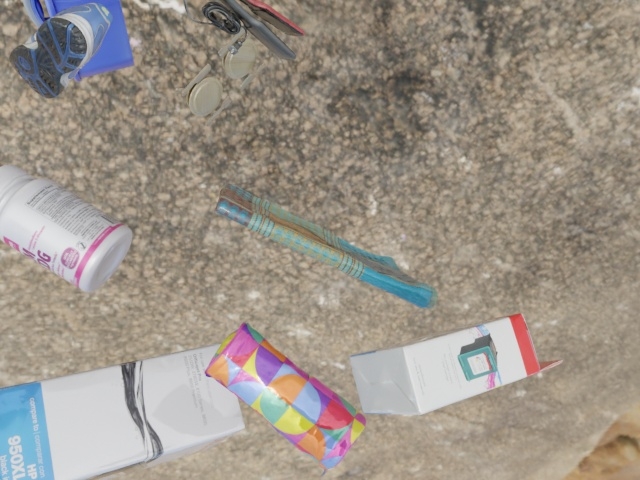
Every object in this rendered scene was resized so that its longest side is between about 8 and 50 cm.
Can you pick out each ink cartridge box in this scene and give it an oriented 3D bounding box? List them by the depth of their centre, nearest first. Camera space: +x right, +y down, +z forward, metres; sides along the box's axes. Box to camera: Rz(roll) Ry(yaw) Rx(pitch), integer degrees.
[{"bbox_3d":[0.171,0.151,0.707,0.231,0.078,0.134,-9,169,-28],"label":"ink cartridge box"},{"bbox_3d":[-0.369,0.328,0.988,0.395,0.166,0.285,-7,158,-30],"label":"ink cartridge box"}]

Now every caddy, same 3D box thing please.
[{"bbox_3d":[-0.508,-0.488,1.145,0.179,0.241,0.341,-17,158,-16],"label":"caddy"}]

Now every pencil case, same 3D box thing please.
[{"bbox_3d":[-0.048,0.219,0.788,0.236,0.104,0.104,40,122,-1],"label":"pencil case"}]

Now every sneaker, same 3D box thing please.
[{"bbox_3d":[-0.349,-0.256,0.761,0.211,0.081,0.080,-5,131,42],"label":"sneaker"}]

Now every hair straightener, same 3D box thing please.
[{"bbox_3d":[-0.112,-0.314,0.809,0.230,0.047,0.089,18,91,-55],"label":"hair straightener"}]

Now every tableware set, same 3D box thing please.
[{"bbox_3d":[-0.206,-0.339,1.143,0.194,0.039,0.128,-49,157,-8],"label":"tableware set"}]

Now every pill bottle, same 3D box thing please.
[{"bbox_3d":[-0.557,-0.029,1.171,0.283,0.160,0.160,32,128,-1],"label":"pill bottle"}]

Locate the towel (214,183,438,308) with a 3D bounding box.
[{"bbox_3d":[0.000,0.000,0.952,0.370,0.271,0.040,26,95,-12],"label":"towel"}]
